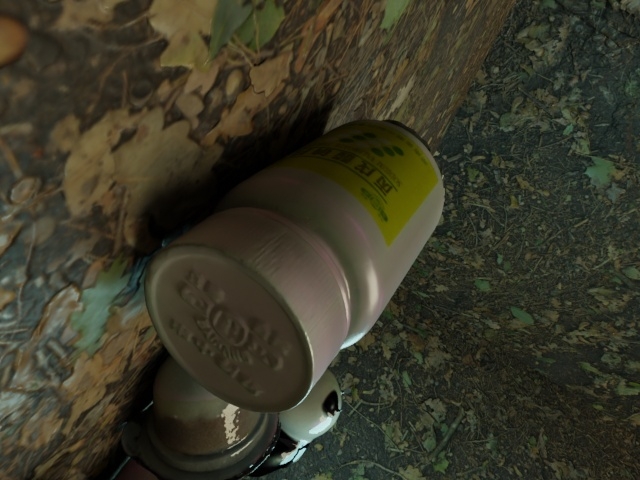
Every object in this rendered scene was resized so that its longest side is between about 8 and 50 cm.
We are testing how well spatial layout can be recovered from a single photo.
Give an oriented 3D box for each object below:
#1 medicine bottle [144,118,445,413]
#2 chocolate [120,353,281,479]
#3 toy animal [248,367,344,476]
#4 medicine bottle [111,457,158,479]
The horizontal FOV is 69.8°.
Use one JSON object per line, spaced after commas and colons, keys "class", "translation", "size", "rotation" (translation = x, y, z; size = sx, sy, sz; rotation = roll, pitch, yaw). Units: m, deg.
{"class": "medicine bottle", "translation": [0.000, 0.000, 0.545], "size": [0.379, 0.214, 0.213], "rotation": [-45, 163, -50]}
{"class": "chocolate", "translation": [-0.166, 0.212, 0.635], "size": [0.221, 0.222, 0.147], "rotation": [-43, 134, -52]}
{"class": "toy animal", "translation": [-0.089, 0.452, 1.210], "size": [0.310, 0.250, 0.251], "rotation": [-30, 169, 3]}
{"class": "medicine bottle", "translation": [-0.298, 0.495, 0.632], "size": [0.388, 0.219, 0.219], "rotation": [-52, 168, -27]}
